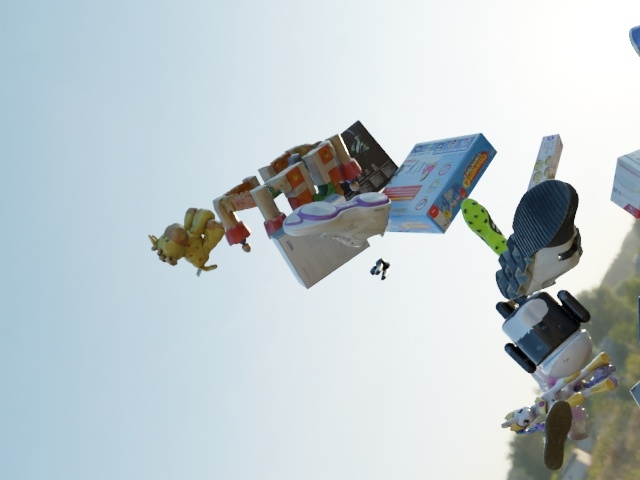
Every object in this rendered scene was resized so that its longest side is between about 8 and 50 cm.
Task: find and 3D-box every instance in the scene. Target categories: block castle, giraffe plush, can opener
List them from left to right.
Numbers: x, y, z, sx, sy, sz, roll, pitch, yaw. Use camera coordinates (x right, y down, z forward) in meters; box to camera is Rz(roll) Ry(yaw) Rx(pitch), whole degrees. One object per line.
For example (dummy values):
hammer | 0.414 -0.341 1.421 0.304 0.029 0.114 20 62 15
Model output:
giraffe plush | -0.402 0.005 1.913 0.170 0.181 0.210 4 -86 -49
block castle | -0.094 -0.150 2.143 0.453 0.303 0.212 -41 -69 -38
can opener | 0.209 0.106 2.239 0.073 0.059 0.186 -55 3 9

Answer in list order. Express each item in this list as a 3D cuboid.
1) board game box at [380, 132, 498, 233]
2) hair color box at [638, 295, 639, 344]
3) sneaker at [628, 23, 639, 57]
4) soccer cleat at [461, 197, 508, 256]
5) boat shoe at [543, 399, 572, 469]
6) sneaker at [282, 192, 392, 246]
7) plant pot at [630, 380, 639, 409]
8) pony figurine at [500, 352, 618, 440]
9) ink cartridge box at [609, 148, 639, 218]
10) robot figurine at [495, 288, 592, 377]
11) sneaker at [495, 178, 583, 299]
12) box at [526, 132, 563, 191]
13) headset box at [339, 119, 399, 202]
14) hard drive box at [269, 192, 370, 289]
board game box | 0.320 -0.164 1.933 0.086 0.308 0.302 42 -107 -23
hair color box | 0.827 0.165 1.299 0.174 0.347 0.105 159 116 -68
sneaker | 0.918 -0.512 1.594 0.316 0.182 0.127 -11 -99 -33
soccer cleat | 0.399 -0.026 1.584 0.060 0.179 0.072 -39 -5 7
boat shoe | 0.509 0.418 1.430 0.049 0.056 0.152 0 -78 -78
sneaker | 0.051 -0.033 1.768 0.305 0.114 0.152 -10 -57 -16
plant pot | 1.010 0.477 1.889 0.167 0.188 0.187 -28 7 16
pony figurine | 0.794 0.506 2.159 0.351 0.302 0.363 -7 -31 -39
ink cartridge box | 1.041 -0.190 2.131 0.127 0.128 0.176 -21 -49 -12
robot figurine | 0.623 0.251 1.835 0.174 0.278 0.209 -33 -24 -22
sneaker | 0.464 -0.008 1.314 0.146 0.122 0.330 -8 -34 -10
box | 0.780 -0.242 2.287 0.063 0.067 0.324 54 -131 -33
headset box | 0.124 -0.276 2.480 0.246 0.283 0.131 -40 -4 -2
hard drive box | 0.000 0.000 1.920 0.232 0.089 0.181 -33 -71 -12
